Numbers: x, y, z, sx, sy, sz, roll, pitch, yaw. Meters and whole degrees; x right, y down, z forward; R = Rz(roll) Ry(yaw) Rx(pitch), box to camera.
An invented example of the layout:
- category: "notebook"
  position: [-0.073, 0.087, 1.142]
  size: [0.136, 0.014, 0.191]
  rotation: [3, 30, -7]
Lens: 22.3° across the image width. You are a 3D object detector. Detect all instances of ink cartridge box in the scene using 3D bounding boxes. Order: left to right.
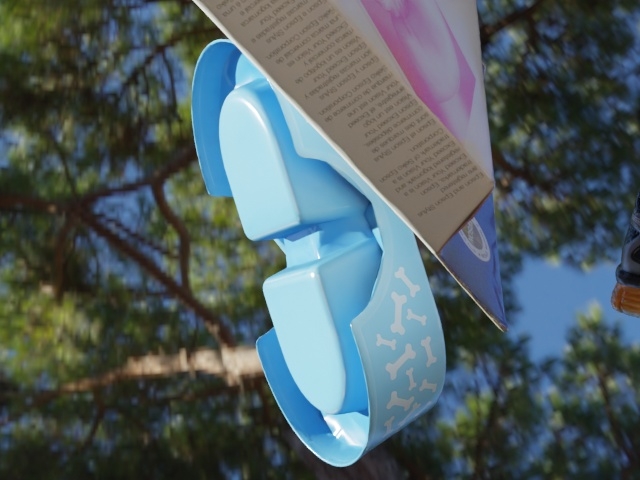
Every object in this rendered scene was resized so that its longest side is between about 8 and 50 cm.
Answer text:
- category: "ink cartridge box"
  position: [0.035, -0.157, 1.000]
  size: [0.071, 0.324, 0.330]
  rotation: [-33, -62, 23]

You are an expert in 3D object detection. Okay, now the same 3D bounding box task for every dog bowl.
- category: "dog bowl"
  position: [0.000, 0.000, 1.102]
  size: [0.074, 0.166, 0.297]
  rotation: [-18, -90, -25]

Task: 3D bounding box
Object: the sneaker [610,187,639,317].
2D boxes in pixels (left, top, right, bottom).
- category: "sneaker"
  position: [0.237, 0.008, 0.885]
  size: [0.084, 0.215, 0.083]
  rotation: [1, -87, -33]
